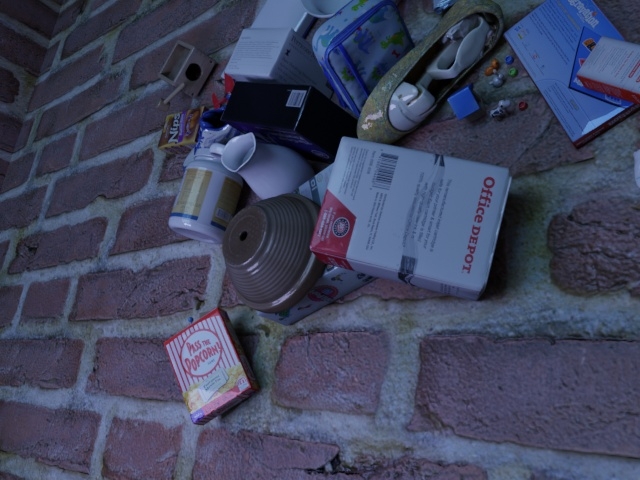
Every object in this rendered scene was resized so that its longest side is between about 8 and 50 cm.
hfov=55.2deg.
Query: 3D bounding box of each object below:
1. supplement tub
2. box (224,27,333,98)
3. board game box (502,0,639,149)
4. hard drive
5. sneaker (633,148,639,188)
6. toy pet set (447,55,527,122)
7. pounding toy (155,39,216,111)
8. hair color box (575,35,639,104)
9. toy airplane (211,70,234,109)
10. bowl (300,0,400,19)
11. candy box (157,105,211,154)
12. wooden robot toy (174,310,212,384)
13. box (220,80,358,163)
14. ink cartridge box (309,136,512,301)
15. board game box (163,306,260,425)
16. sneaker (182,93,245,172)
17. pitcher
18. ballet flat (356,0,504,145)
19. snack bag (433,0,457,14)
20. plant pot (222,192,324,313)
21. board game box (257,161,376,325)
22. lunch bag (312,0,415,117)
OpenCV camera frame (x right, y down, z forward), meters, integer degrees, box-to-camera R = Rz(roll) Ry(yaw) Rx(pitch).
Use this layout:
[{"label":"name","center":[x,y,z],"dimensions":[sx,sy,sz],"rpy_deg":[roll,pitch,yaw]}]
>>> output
[{"label":"supplement tub","center":[-0.268,-0.104,1.463],"dimensions":[0.144,0.144,0.200],"rpy_deg":[3,73,44]},{"label":"box","center":[-0.085,-0.386,1.397],"dimensions":[0.181,0.181,0.119],"rpy_deg":[20,86,46]},{"label":"board game box","center":[0.415,-0.293,0.994],"dimensions":[0.145,0.027,0.281],"rpy_deg":[-36,50,27]},{"label":"hard drive","center":[-0.126,-0.532,1.606],"dimensions":[0.319,0.040,0.210],"rpy_deg":[-56,44,8]},{"label":"sneaker","center":[0.496,-0.095,0.812],"dimensions":[0.152,0.053,0.061],"rpy_deg":[0,80,50]},{"label":"toy pet set","center":[0.286,-0.268,1.075],"dimensions":[0.114,0.065,0.122],"rpy_deg":[-27,54,32]},{"label":"pounding toy","center":[-0.397,-0.458,1.787],"dimensions":[0.181,0.094,0.206],"rpy_deg":[36,97,47]},{"label":"hair color box","center":[0.453,-0.241,0.882],"dimensions":[0.072,0.043,0.141],"rpy_deg":[-56,43,7]},{"label":"toy airplane","center":[-0.254,-0.380,1.636],"dimensions":[0.151,0.028,0.151],"rpy_deg":[17,111,53]},{"label":"bowl","center":[0.104,-0.588,1.350],"dimensions":[0.297,0.134,0.298],"rpy_deg":[-21,58,36]},{"label":"candy box","center":[-0.379,-0.309,1.732],"dimensions":[0.186,0.053,0.109],"rpy_deg":[-1,71,44]},{"label":"wooden robot toy","center":[-0.278,0.243,1.384],"dimensions":[0.079,0.076,0.173],"rpy_deg":[142,143,-74]},{"label":"box","center":[-0.059,-0.250,1.307],"dimensions":[0.261,0.184,0.103],"rpy_deg":[18,87,46]},{"label":"ink cartridge box","center":[0.146,-0.034,0.980],"dimensions":[0.272,0.114,0.197],"rpy_deg":[14,79,15]},{"label":"board game box","center":[-0.229,0.260,1.273],"dimensions":[0.146,0.045,0.194],"rpy_deg":[-34,62,7]},{"label":"sneaker","center":[-0.274,-0.271,1.559],"dimensions":[0.296,0.131,0.112],"rpy_deg":[-36,52,28]},{"label":"pitcher","center":[-0.122,-0.152,1.302],"dimensions":[0.177,0.207,0.126],"rpy_deg":[19,84,47]},{"label":"ballet flat","center":[0.202,-0.300,1.128],"dimensions":[0.348,0.123,0.123],"rpy_deg":[-48,45,11]},{"label":"snack bag","center":[0.352,-0.650,1.216],"dimensions":[0.323,0.037,0.343],"rpy_deg":[-22,56,36]},{"label":"plant pot","center":[-0.106,0.010,1.145],"dimensions":[0.237,0.109,0.238],"rpy_deg":[-20,59,36]},{"label":"board game box","center":[0.000,0.000,1.197],"dimensions":[0.303,0.097,0.224],"rpy_deg":[-31,52,28]},{"label":"lunch bag","center":[0.093,-0.344,1.173],"dimensions":[0.176,0.219,0.090],"rpy_deg":[-37,49,2]}]
